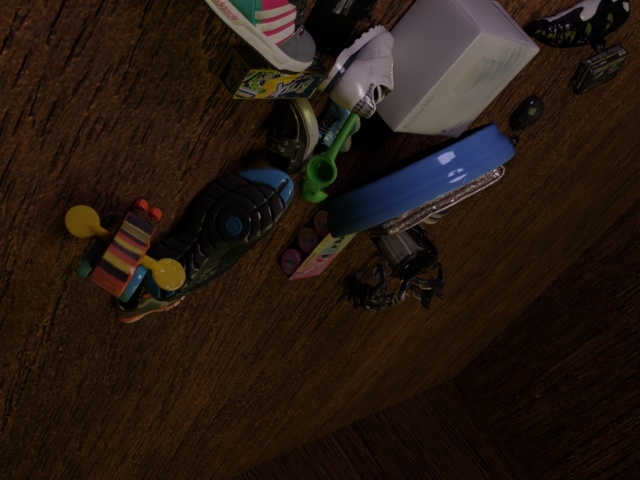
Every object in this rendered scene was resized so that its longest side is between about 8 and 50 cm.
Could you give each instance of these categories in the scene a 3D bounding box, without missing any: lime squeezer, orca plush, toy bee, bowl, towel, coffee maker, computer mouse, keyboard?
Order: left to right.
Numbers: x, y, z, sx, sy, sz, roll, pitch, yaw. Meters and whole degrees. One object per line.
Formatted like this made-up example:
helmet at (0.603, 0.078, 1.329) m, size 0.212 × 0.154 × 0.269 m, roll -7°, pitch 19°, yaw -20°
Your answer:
toy bee at (-0.316, 0.002, 1.458) m, size 0.195 × 0.298 × 0.162 m, roll 36°, pitch 79°, yaw -33°
lime squeezer at (0.014, -0.123, 1.611) m, size 0.110 × 0.059 × 0.310 m, roll -35°, pitch 168°, yaw -20°
keyboard at (0.040, -0.359, 1.372) m, size 0.100 × 0.038 × 0.192 m, roll 7°, pitch 140°, yaw -26°
coffee maker at (0.170, -0.007, 2.071) m, size 0.120 × 0.178 × 0.171 m, roll -34°, pitch 157°, yaw 2°
bowl at (0.183, -0.121, 1.789) m, size 0.391 × 0.077 × 0.391 m, roll -25°, pitch -176°, yaw 2°
towel at (0.228, -0.085, 1.916) m, size 0.282 × 0.049 × 0.187 m, roll -27°, pitch -174°, yaw -13°
computer mouse at (0.471, -0.254, 2.186) m, size 0.071 × 0.041 × 0.242 m, roll -27°, pitch 158°, yaw -21°
orca plush at (0.534, -0.425, 1.841) m, size 0.287 × 0.102 × 0.151 m, roll -14°, pitch 150°, yaw -43°

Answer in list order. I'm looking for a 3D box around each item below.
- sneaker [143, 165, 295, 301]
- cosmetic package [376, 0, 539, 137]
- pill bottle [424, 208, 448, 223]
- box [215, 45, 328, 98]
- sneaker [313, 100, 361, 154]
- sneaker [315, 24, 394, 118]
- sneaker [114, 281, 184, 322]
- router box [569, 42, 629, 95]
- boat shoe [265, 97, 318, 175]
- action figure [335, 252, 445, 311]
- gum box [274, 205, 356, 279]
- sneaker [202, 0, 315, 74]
sneaker at (-0.173, -0.020, 1.657) m, size 0.340 × 0.125 × 0.139 m, roll -36°, pitch 171°, yaw 22°
cosmetic package at (0.217, -0.303, 1.586) m, size 0.224 × 0.138 × 0.224 m, roll -3°, pitch 141°, yaw -52°
pill bottle at (0.278, -0.125, 2.099) m, size 0.094 × 0.094 × 0.169 m, roll -9°, pitch 147°, yaw -48°
box at (-0.070, -0.251, 1.385) m, size 0.168 × 0.054 × 0.059 m, roll -9°, pitch 146°, yaw -47°
sneaker at (0.022, -0.197, 1.623) m, size 0.073 × 0.063 × 0.162 m, roll -23°, pitch 155°, yaw -20°
sneaker at (0.074, -0.260, 1.436) m, size 0.090 × 0.094 × 0.235 m, roll -53°, pitch -179°, yaw 39°
sneaker at (-0.318, 0.102, 1.750) m, size 0.157 × 0.061 × 0.065 m, roll -30°, pitch 152°, yaw -14°
router box at (0.648, -0.398, 2.149) m, size 0.122 × 0.038 × 0.092 m, roll -27°, pitch 157°, yaw -21°
boat shoe at (-0.058, -0.171, 1.550) m, size 0.076 × 0.080 × 0.228 m, roll -30°, pitch 165°, yaw -16°
action figure at (0.174, 0.114, 2.396) m, size 0.275 × 0.141 × 0.164 m, roll -1°, pitch 158°, yaw -12°
gum box at (0.000, 0.000, 1.993) m, size 0.107 × 0.062 × 0.188 m, roll -7°, pitch 145°, yaw -51°
sneaker at (-0.033, -0.333, 1.194) m, size 0.178 × 0.124 × 0.295 m, roll -31°, pitch 159°, yaw 15°
